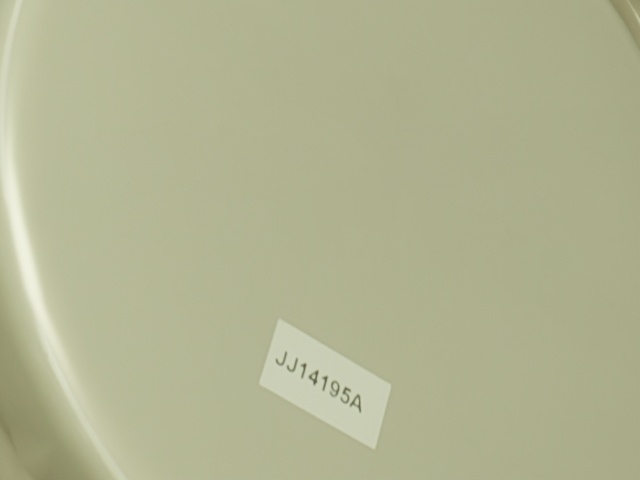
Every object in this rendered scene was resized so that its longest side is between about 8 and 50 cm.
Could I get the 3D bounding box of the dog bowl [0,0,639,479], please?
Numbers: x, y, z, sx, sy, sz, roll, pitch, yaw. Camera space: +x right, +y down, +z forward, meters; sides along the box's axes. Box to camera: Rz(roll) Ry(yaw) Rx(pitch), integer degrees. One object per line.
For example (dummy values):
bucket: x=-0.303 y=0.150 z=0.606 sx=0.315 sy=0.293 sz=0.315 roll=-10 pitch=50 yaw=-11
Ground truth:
dog bowl: x=0.000 y=0.000 z=0.547 sx=0.348 sy=0.102 sz=0.349 roll=13 pitch=67 yaw=-33
